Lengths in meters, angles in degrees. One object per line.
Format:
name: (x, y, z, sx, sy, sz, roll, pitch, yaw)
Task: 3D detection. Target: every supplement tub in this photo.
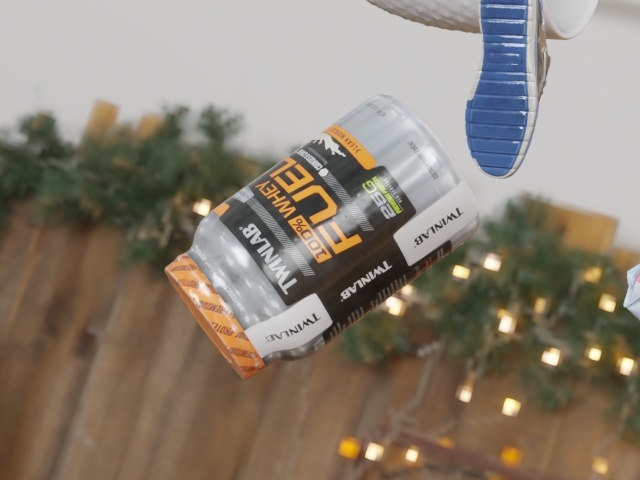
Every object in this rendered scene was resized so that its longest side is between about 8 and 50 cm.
supplement tub: (0.000, 0.000, 1.975, 0.193, 0.316, 0.193, 51, -9, 11)

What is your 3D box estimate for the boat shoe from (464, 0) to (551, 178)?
boat shoe: (0.175, -0.146, 1.601, 0.066, 0.183, 0.066, 12, 12, 28)

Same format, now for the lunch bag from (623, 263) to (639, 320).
lunch bag: (0.268, 0.037, 1.277, 0.083, 0.053, 0.071, -35, -67, 32)

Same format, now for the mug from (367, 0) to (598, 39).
mug: (0.186, -0.461, 2.386, 0.328, 0.374, 0.276, 8, 20, 26)
